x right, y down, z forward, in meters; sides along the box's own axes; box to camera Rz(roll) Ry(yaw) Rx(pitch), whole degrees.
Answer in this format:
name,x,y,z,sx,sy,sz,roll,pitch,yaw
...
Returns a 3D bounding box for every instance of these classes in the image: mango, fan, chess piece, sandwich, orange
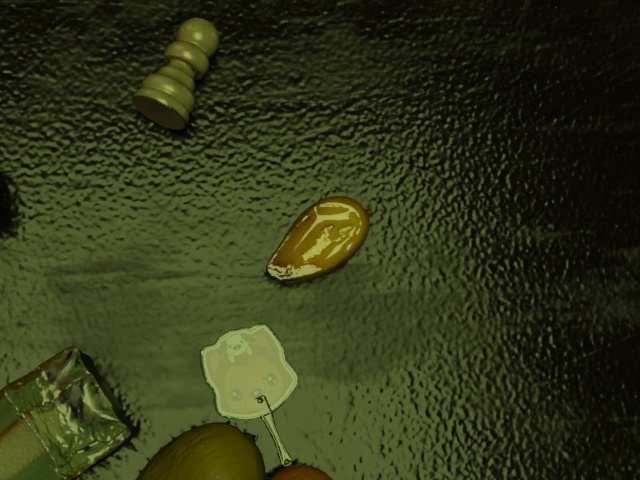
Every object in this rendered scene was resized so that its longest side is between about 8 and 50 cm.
name,x,y,z,sx,sy,sz,roll,pitch,yaw
mango,-0.191,0.402,1.386,0.195,0.142,0.332,22,81,40
fan,-0.091,0.234,1.508,0.132,0.009,0.220,-24,82,-8
mango,0.000,0.000,1.533,0.187,0.066,0.101,-39,94,-6
chess piece,-0.207,-0.261,1.544,0.094,0.094,0.170,27,74,-1
sandwich,-0.383,0.265,1.372,0.227,0.198,0.155,-34,86,-11
orange,-0.028,0.386,1.433,0.135,0.117,0.136,0,81,0
